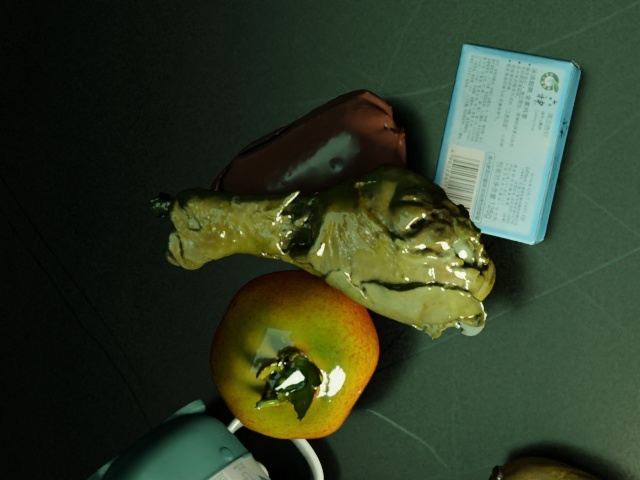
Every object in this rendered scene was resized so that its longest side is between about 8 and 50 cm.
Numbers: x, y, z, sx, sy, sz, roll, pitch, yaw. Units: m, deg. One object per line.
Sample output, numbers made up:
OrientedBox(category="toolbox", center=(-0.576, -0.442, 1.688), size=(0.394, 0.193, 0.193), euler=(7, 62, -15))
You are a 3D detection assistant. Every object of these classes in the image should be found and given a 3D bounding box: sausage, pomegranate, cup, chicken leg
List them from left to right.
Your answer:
OrientedBox(category="cup", center=(-0.136, 0.352, 1.766), size=(0.289, 0.219, 0.258), euler=(-36, 80, -15))
OrientedBox(category="pomegranate", center=(-0.035, 0.147, 1.688), size=(0.220, 0.257, 0.221), euler=(0, 99, -1))
OrientedBox(category="sausage", center=(-0.016, -0.085, 1.729), size=(0.279, 0.152, 0.152), euler=(-29, 83, 16))
OrientedBox(category="chicken leg", center=(0.000, 0.000, 1.612), size=(0.429, 0.153, 0.201), euler=(6, 102, 1))

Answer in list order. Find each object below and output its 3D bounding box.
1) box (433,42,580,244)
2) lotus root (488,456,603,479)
OrientedBox(category="box", center=(0.232, -0.122, 1.682), size=(0.142, 0.083, 0.232), euler=(13, 95, 18))
OrientedBox(category="lotus root", center=(0.321, 0.363, 1.649), size=(0.260, 0.128, 0.145), euler=(25, 90, 14))
